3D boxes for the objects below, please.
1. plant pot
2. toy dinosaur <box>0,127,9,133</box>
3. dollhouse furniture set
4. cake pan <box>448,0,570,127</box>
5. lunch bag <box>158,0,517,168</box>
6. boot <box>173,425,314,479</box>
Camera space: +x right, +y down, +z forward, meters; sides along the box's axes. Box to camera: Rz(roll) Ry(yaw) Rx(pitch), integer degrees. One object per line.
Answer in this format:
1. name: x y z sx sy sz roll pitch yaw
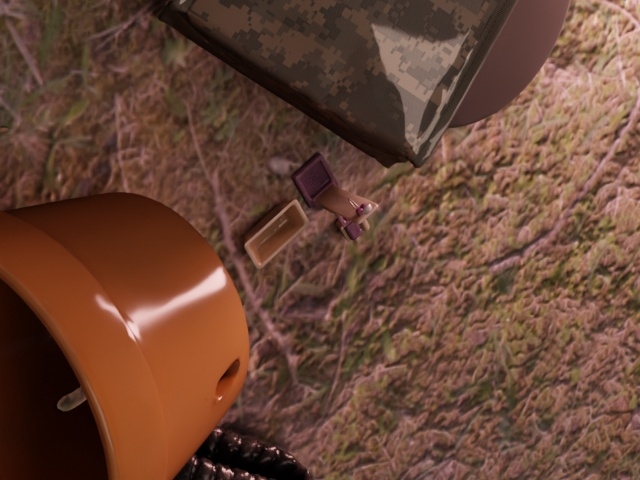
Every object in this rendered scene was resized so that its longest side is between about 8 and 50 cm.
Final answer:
1. plant pot: -0.191 0.089 1.306 0.203 0.291 0.291 -32 127 -44
2. toy dinosaur: -0.293 -0.115 1.271 0.092 0.053 0.183 -46 130 -16
3. dollhouse furniture set: 0.000 0.000 1.531 0.114 0.081 0.091 -42 129 -17
4. cake pan: 0.118 -0.227 1.549 0.293 0.054 0.293 -16 118 -33
5. lunch bag: 0.043 -0.237 1.359 0.235 0.169 0.287 32 88 -9
6. boot: -0.062 0.314 1.582 0.348 0.131 0.260 19 96 -41
